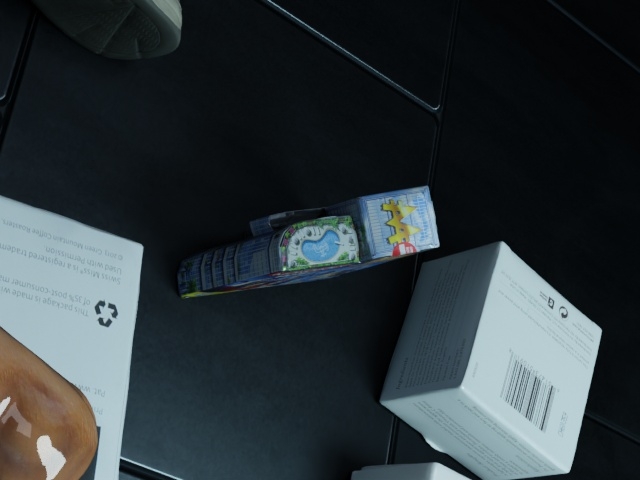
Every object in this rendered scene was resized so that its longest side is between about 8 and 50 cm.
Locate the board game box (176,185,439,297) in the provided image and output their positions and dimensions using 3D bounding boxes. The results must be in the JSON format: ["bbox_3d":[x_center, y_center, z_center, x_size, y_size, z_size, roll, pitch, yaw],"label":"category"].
[{"bbox_3d":[0.000,0.000,1.251,0.194,0.194,0.060,-6,83,-45],"label":"board game box"}]

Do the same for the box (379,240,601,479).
[{"bbox_3d":[0.180,0.129,1.438,0.181,0.119,0.182,39,54,-29],"label":"box"}]

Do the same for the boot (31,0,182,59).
[{"bbox_3d":[-0.204,-0.361,1.149,0.377,0.138,0.284,49,43,-53],"label":"boot"}]

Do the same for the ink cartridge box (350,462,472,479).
[{"bbox_3d":[0.112,0.374,1.305,0.207,0.117,0.283,30,59,-34],"label":"ink cartridge box"}]

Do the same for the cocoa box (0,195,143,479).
[{"bbox_3d":[-0.327,0.080,0.894,0.347,0.228,0.231,20,66,-38],"label":"cocoa box"}]

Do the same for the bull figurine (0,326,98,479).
[{"bbox_3d":[-0.252,0.068,0.741,0.310,0.101,0.188,43,58,-25],"label":"bull figurine"}]
